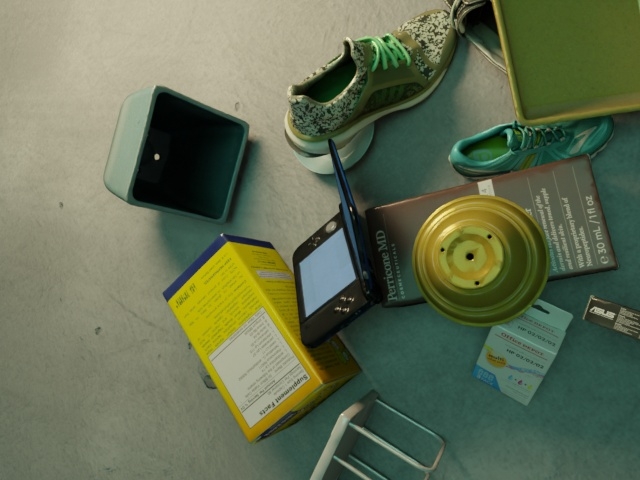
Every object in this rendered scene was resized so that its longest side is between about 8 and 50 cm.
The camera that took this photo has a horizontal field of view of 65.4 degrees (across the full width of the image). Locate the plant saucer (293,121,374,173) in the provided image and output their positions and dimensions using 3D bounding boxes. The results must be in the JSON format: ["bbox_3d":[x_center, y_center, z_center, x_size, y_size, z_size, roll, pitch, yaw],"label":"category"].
[{"bbox_3d":[0.029,-0.235,1.078,0.195,0.037,0.194,-3,83,23],"label":"plant saucer"}]

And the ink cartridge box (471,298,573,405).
[{"bbox_3d":[0.331,0.179,0.829,0.104,0.062,0.181,26,134,25],"label":"ink cartridge box"}]

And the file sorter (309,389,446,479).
[{"bbox_3d":[0.081,0.454,0.899,0.173,0.193,0.277,27,96,21],"label":"file sorter"}]

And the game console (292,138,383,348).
[{"bbox_3d":[0.000,0.000,0.914,0.250,0.173,0.293,-40,30,19],"label":"game console"}]

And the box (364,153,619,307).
[{"bbox_3d":[0.288,-0.004,0.882,0.382,0.143,0.190,-14,79,24],"label":"box"}]

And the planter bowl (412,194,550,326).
[{"bbox_3d":[0.239,0.028,0.776,0.217,0.090,0.216,-3,83,24],"label":"planter bowl"}]

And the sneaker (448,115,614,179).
[{"bbox_3d":[0.366,-0.168,0.877,0.276,0.110,0.106,-13,79,22],"label":"sneaker"}]

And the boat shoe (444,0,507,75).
[{"bbox_3d":[0.298,-0.428,0.909,0.119,0.121,0.335,-30,68,-24],"label":"boat shoe"}]

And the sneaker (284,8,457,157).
[{"bbox_3d":[0.100,-0.324,0.946,0.410,0.182,0.158,-38,73,-4],"label":"sneaker"}]

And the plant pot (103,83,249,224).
[{"bbox_3d":[-0.360,-0.194,1.149,0.252,0.248,0.246,15,91,43],"label":"plant pot"}]

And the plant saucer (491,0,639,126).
[{"bbox_3d":[0.431,-0.355,0.816,0.333,0.081,0.332,-9,86,-6],"label":"plant saucer"}]

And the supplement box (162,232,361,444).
[{"bbox_3d":[-0.119,0.186,1.015,0.194,0.195,0.356,-43,69,15],"label":"supplement box"}]

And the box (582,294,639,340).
[{"bbox_3d":[0.506,0.139,0.706,0.191,0.184,0.045,24,94,51],"label":"box"}]
